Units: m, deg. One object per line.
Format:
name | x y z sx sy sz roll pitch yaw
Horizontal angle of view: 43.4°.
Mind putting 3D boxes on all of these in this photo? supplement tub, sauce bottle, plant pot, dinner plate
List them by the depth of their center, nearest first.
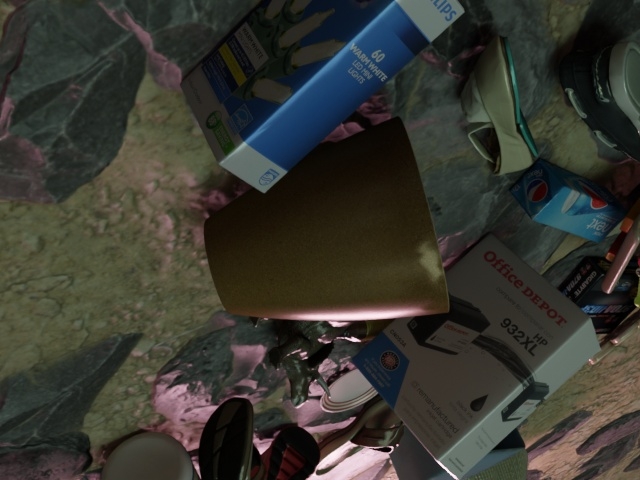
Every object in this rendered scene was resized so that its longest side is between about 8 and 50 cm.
plant pot | 0.000 0.000 0.953 0.254 0.237 0.237 -14 143 2
sauce bottle | 0.065 0.142 1.296 0.128 0.042 0.042 -1 135 -30
supplement tub | -0.263 0.416 1.310 0.144 0.144 0.200 -21 143 -11
dinner plate | 0.061 0.263 1.457 0.141 0.017 0.141 -18 142 -14
plant pot | 0.255 0.409 1.645 0.165 0.166 0.234 7 137 -39

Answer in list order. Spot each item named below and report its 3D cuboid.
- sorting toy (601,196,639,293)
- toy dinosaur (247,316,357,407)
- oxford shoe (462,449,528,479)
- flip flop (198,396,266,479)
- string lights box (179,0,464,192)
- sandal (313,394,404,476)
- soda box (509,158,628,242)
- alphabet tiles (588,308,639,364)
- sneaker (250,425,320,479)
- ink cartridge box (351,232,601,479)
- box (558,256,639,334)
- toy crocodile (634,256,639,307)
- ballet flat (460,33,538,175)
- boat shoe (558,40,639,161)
sorting toy | 0.523 -0.036 1.318 0.208 0.038 0.193 -51 159 -24
toy dinosaur | 0.001 0.105 1.174 0.160 0.121 0.314 1 130 -52
oxford shoe | 0.392 0.564 1.959 0.130 0.169 0.449 -1 170 36
flip flop | -0.127 0.393 1.297 0.112 0.277 0.080 -17 165 36
string lights box | -0.006 -0.185 0.780 0.259 0.133 0.076 -41 142 15
sandal | 0.105 0.385 1.571 0.302 0.086 0.120 -42 142 16
soda box | 0.390 -0.059 1.254 0.210 0.067 0.071 12 127 -43
alphabet tiles | 0.650 0.155 1.625 0.284 0.021 0.278 -41 166 5
sneaker | -0.113 0.471 1.420 0.314 0.116 0.136 -43 174 -46
ink cartridge box | 0.241 0.176 1.258 0.307 0.223 0.129 -42 143 -2
box | 0.546 0.112 1.575 0.220 0.051 0.175 4 132 -38
toy crocodile | 0.631 -0.010 1.421 0.115 0.105 0.341 -33 147 -31
ballet flat | 0.219 -0.159 1.018 0.086 0.086 0.248 -33 145 4
boat shoe | 0.415 -0.183 1.109 0.302 0.091 0.114 35 67 -50
